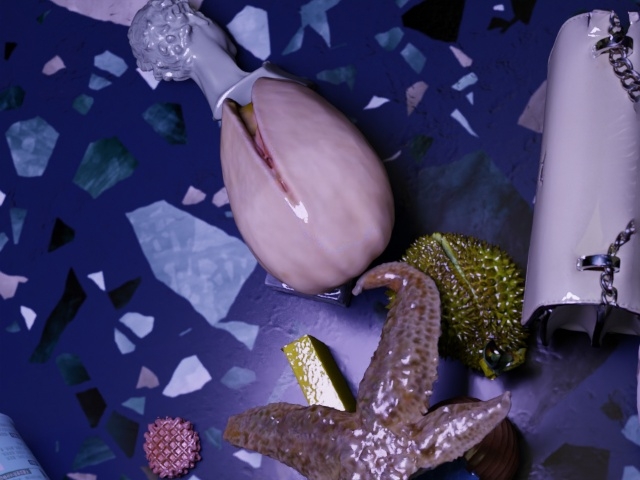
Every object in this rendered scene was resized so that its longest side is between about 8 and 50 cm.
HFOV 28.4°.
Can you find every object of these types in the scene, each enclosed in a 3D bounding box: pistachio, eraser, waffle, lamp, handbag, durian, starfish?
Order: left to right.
[{"bbox_3d":[-0.198,0.272,1.675,0.075,0.029,0.083,-12,73,10],"label":"waffle"},{"bbox_3d":[-0.027,-0.074,1.564,0.193,0.214,0.318,-37,60,9],"label":"pistachio"},{"bbox_3d":[0.004,0.186,1.610,0.045,0.097,0.122,-30,73,8],"label":"eraser"},{"bbox_3d":[0.013,0.240,1.456,0.432,0.082,0.324,-48,49,10],"label":"starfish"},{"bbox_3d":[0.173,0.255,1.536,0.136,0.136,0.136,-3,77,13],"label":"lamp"},{"bbox_3d":[0.180,0.076,1.574,0.198,0.146,0.159,30,71,10],"label":"durian"},{"bbox_3d":[0.332,-0.063,1.503,0.160,0.237,0.358,4,74,12],"label":"handbag"}]

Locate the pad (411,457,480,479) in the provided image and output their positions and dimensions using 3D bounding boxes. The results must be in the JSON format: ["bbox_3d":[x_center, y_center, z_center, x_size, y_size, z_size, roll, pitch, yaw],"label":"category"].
[{"bbox_3d":[0.111,0.352,1.517,0.269,0.012,0.269,47,126,19],"label":"pad"}]

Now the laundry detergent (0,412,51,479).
[{"bbox_3d":[-0.423,0.417,1.560,0.287,0.287,0.305,-40,72,2],"label":"laundry detergent"}]

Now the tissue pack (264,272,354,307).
[{"bbox_3d":[0.000,0.000,1.676,0.112,0.051,0.156,13,82,16],"label":"tissue pack"}]

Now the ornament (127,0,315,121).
[{"bbox_3d":[-0.141,-0.231,1.721,0.285,0.130,0.120,36,101,18],"label":"ornament"}]

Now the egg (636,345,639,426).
[{"bbox_3d":[0.555,0.166,1.297,0.354,0.340,0.354,-1,92,-22],"label":"egg"}]
